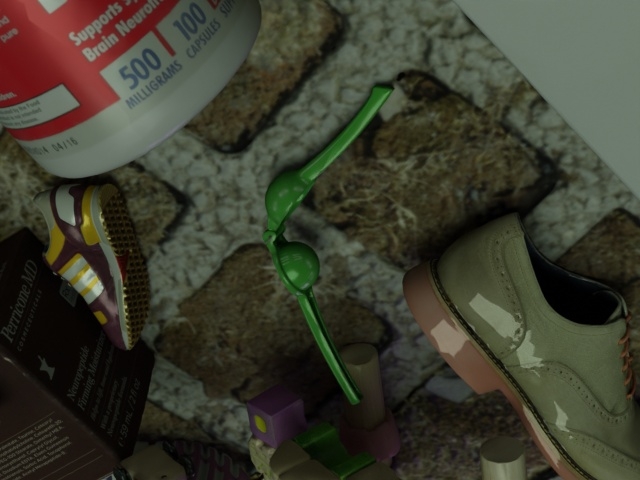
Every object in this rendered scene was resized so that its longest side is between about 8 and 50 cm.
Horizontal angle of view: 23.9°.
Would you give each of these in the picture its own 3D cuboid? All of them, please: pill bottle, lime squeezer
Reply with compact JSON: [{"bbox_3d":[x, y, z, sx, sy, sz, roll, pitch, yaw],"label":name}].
[{"bbox_3d":[-0.246,-0.262,1.150,0.229,0.229,0.407,-27,120,22],"label":"pill bottle"},{"bbox_3d":[0.000,0.000,1.415,0.110,0.059,0.310,4,107,-1],"label":"lime squeezer"}]

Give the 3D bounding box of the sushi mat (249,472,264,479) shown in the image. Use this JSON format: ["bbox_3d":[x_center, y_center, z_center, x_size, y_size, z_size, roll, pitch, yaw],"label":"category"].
[{"bbox_3d":[0.057,0.346,1.707,0.151,0.019,0.316,-28,120,24],"label":"sushi mat"}]

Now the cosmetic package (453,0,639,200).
[{"bbox_3d":[0.287,-0.176,1.216,0.217,0.156,0.385,-33,116,25],"label":"cosmetic package"}]

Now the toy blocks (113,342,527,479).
[{"bbox_3d":[0.017,0.306,1.454,0.309,0.288,0.260,-25,124,-27],"label":"toy blocks"}]

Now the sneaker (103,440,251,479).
[{"bbox_3d":[-0.188,0.274,1.622,0.236,0.095,0.104,10,117,4],"label":"sneaker"}]

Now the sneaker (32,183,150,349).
[{"bbox_3d":[-0.223,0.025,1.469,0.084,0.069,0.185,0,121,16],"label":"sneaker"}]

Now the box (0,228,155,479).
[{"bbox_3d":[-0.299,0.138,1.490,0.167,0.168,0.203,-29,120,24],"label":"box"}]

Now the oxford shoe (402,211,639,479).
[{"bbox_3d":[0.258,0.132,1.460,0.146,0.140,0.397,-39,117,20],"label":"oxford shoe"}]
